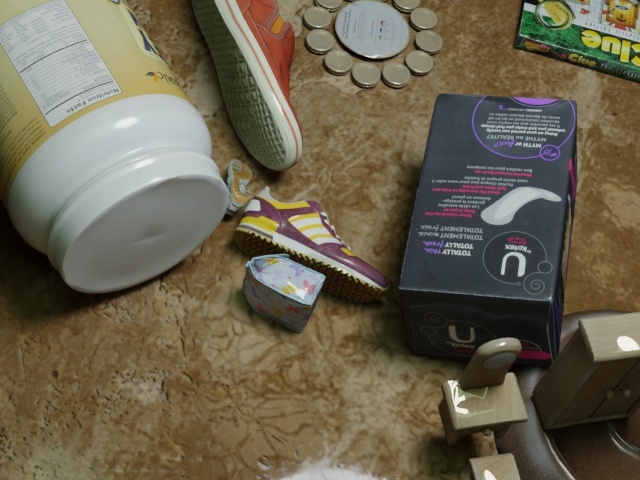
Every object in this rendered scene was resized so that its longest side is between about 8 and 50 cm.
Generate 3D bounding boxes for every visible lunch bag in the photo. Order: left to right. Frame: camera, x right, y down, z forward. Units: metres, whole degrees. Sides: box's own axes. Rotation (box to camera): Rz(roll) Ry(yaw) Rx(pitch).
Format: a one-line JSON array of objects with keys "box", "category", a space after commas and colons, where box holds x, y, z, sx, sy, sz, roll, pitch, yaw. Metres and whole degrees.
[{"box": [-0.043, 0.051, 1.392, 0.083, 0.071, 0.053, 23, 58, 5], "category": "lunch bag"}]

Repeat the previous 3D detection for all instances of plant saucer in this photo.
[{"box": [0.343, 0.201, 1.389, 0.310, 0.050, 0.311, 5, 58, -9], "category": "plant saucer"}]

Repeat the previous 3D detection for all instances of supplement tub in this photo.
[{"box": [-0.256, -0.124, 1.367, 0.228, 0.228, 0.316, -23, 65, -23], "category": "supplement tub"}]

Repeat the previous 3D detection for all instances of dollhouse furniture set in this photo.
[{"box": [0.307, 0.262, 1.211, 0.303, 0.174, 0.355, -5, 60, -14], "category": "dollhouse furniture set"}]

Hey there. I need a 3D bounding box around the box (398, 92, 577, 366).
[{"box": [0.192, -0.014, 1.415, 0.165, 0.143, 0.270, 5, 55, 15], "category": "box"}]

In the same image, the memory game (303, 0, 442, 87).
[{"box": [0.067, -0.269, 1.652, 0.186, 0.012, 0.186, 5, 58, -8], "category": "memory game"}]

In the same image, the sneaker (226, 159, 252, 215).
[{"box": [-0.101, -0.061, 1.477, 0.032, 0.037, 0.083, 28, 31, -17], "category": "sneaker"}]

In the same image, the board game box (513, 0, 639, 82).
[{"box": [0.394, -0.279, 1.714, 0.259, 0.030, 0.136, 15, 59, -1], "category": "board game box"}]

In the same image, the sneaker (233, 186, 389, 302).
[{"box": [0.000, 0.000, 1.434, 0.185, 0.069, 0.084, 25, 62, 4], "category": "sneaker"}]

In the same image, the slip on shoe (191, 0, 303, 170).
[{"box": [-0.072, -0.227, 1.540, 0.101, 0.123, 0.331, -7, 55, -20], "category": "slip on shoe"}]
